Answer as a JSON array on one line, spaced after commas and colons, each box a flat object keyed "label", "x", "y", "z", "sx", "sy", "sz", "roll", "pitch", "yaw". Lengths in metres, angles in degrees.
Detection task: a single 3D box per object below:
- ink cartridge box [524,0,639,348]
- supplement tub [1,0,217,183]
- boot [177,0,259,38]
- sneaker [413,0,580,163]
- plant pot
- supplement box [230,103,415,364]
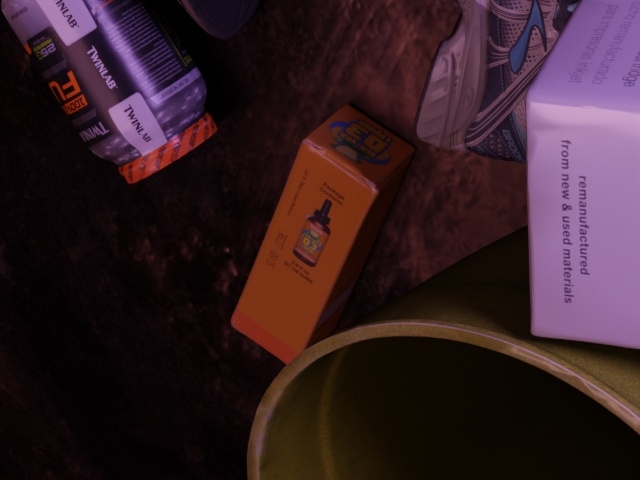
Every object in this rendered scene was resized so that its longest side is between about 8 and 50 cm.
[{"label": "ink cartridge box", "x": 0.335, "y": -0.058, "z": 0.953, "sx": 0.384, "sy": 0.279, "sz": 0.160, "roll": 7, "pitch": 122, "yaw": 20}, {"label": "supplement tub", "x": -0.175, "y": -0.151, "z": 1.439, "sx": 0.117, "sy": 0.117, "sz": 0.190, "roll": -22, "pitch": 103, "yaw": 44}, {"label": "boot", "x": -0.152, "y": -0.275, "z": 1.356, "sx": 0.178, "sy": 0.085, "sz": 0.236, "roll": 25, "pitch": 157, "yaw": 40}, {"label": "sneaker", "x": 0.159, "y": -0.170, "z": 1.199, "sx": 0.122, "sy": 0.110, "sz": 0.283, "roll": 21, "pitch": 137, "yaw": 8}, {"label": "plant pot", "x": 0.200, "y": 0.128, "z": 1.172, "sx": 0.366, "sy": 0.353, "sz": 0.366, "roll": 20, "pitch": 129, "yaw": 27}, {"label": "supplement box", "x": 0.000, "y": 0.000, "z": 1.437, "sx": 0.078, "sy": 0.080, "sz": 0.233, "roll": 35, "pitch": 136, "yaw": 12}]
